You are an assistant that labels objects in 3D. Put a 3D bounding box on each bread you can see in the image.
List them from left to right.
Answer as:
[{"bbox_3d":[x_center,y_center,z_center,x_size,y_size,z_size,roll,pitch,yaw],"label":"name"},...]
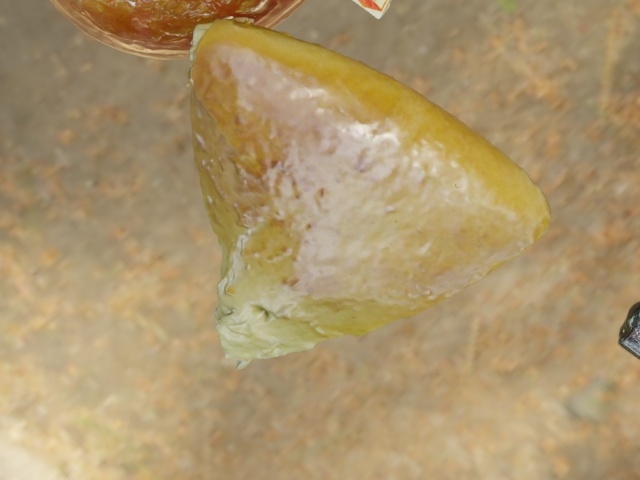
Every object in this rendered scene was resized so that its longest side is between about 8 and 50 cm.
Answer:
[{"bbox_3d":[0.021,-0.010,0.747,0.136,0.054,0.154,2,126,9],"label":"bread"}]

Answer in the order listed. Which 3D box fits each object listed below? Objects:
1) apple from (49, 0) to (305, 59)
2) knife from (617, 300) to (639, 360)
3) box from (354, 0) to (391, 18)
[{"bbox_3d":[-0.057,-0.182,0.886,0.201,0.201,0.162,-24,120,42],"label":"apple"},{"bbox_3d":[0.258,0.106,1.032,0.230,0.060,0.028,37,106,10],"label":"knife"},{"bbox_3d":[0.011,-0.184,1.225,0.093,0.015,0.058,37,151,5],"label":"box"}]
